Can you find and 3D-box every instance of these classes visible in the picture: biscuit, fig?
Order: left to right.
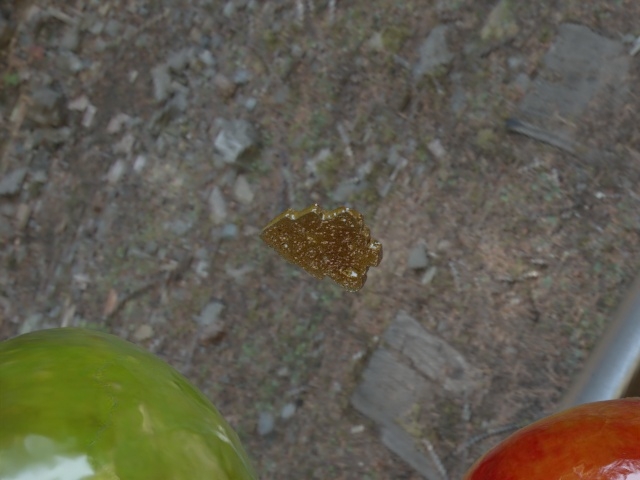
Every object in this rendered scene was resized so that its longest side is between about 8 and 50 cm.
[{"bbox_3d":[-0.163,0.174,0.702,0.258,0.258,0.326,-50,29,15],"label":"fig"},{"bbox_3d":[0.000,0.000,1.148,0.129,0.119,0.019,12,47,14],"label":"biscuit"}]

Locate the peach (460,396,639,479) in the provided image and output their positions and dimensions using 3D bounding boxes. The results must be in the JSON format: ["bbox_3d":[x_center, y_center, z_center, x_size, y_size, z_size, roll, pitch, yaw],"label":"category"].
[{"bbox_3d":[0.309,0.350,1.111,0.388,0.388,0.388,-15,65,36],"label":"peach"}]
